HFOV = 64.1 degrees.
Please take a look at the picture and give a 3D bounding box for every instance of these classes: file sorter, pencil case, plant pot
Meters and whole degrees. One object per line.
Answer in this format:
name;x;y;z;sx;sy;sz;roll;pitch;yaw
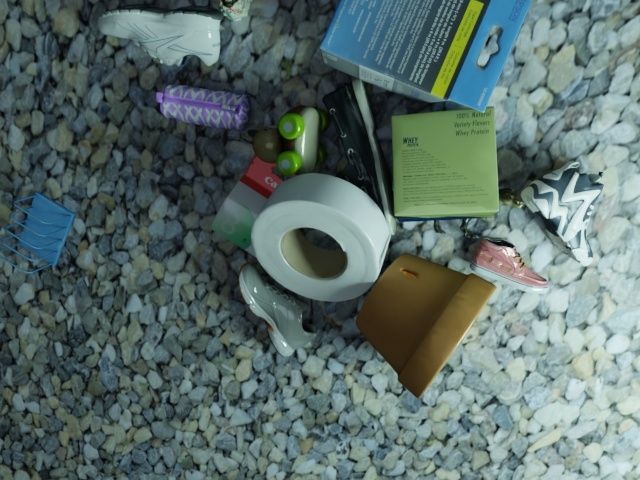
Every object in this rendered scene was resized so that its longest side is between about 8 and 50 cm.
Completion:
file sorter;-0.748;-0.017;1.336;0.118;0.104;0.170;31;109;1
pencil case;-0.258;-0.302;1.159;0.206;0.088;0.086;9;106;10
plant pot;0.214;0.163;1.114;0.203;0.291;0.291;34;111;18

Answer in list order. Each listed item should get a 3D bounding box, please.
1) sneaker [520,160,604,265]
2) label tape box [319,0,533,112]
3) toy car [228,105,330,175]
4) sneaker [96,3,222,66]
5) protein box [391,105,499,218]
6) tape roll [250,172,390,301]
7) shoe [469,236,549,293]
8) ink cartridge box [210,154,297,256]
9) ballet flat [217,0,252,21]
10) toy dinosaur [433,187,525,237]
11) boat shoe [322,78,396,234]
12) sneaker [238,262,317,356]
sneaker;0.538;-0.065;1.057;0.153;0.094;0.235;-41;105;8
label tape box;0.196;-0.405;0.992;0.333;0.106;0.241;24;92;4
toy car;-0.098;-0.228;1.123;0.188;0.155;0.149;14;112;22
sneaker;-0.358;-0.451;1.129;0.297;0.111;0.129;10;123;14
protein box;0.250;-0.147;1.043;0.199;0.136;0.201;-2;87;12
tape roll;0.000;0.000;1.093;0.286;0.100;0.286;12;133;13
shoe;0.429;0.053;1.132;0.177;0.063;0.081;20;114;10
ink cartridge box;-0.133;-0.076;1.219;0.181;0.056;0.225;33;111;0
ballet flat;-0.178;-0.588;1.063;0.091;0.077;0.241;5;106;11
toy dinosaur;0.303;-0.069;1.125;0.268;0.064;0.118;8;93;10
boat shoe;0.081;-0.169;1.107;0.113;0.127;0.340;-13;101;15
sneaker;-0.100;0.155;1.266;0.121;0.099;0.262;-28;107;10
